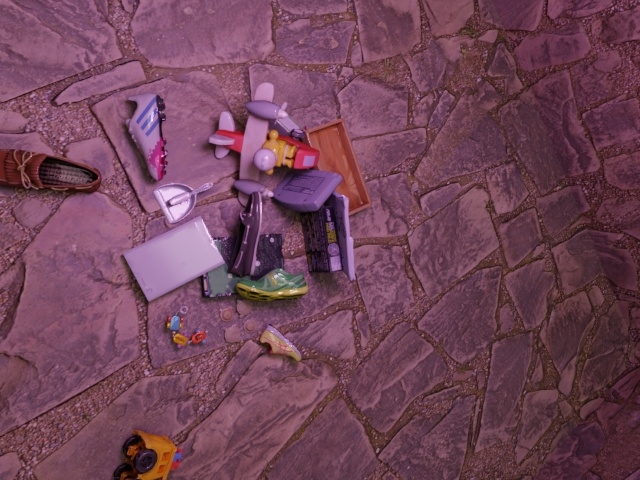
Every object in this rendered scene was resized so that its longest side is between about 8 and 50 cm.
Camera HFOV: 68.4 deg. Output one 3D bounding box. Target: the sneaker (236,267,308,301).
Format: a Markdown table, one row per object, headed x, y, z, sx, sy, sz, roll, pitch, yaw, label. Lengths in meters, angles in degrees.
| x | y | z | sx | sy | sz | roll | pitch | yaw | label |
| --- | --- | --- | --- | --- | --- | --- | --- | --- | --- |
| -0.195 | 0.174 | 1.875 | 0.296 | 0.109 | 0.123 | 2 | 63 | -25 | sneaker |

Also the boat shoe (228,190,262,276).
| x | y | z | sx | sy | sz | roll | pitch | yaw | label |
| --- | --- | --- | --- | --- | --- | --- | --- | --- | --- |
| -0.287 | -0.024 | 1.797 | 0.096 | 0.112 | 0.335 | 4 | 101 | -21 | boat shoe |

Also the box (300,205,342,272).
| x | y | z | sx | sy | sz | roll | pitch | yaw | label |
| --- | --- | --- | --- | --- | --- | --- | --- | --- | --- |
| 0.000 | 0.000 | 1.977 | 0.060 | 0.216 | 0.270 | -9 | 90 | -25 | box |

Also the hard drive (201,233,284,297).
| x | y | z | sx | sy | sz | roll | pitch | yaw | label |
| --- | --- | --- | --- | --- | --- | --- | --- | --- | --- |
| -0.312 | 0.098 | 1.899 | 0.339 | 0.064 | 0.236 | -5 | 89 | -27 | hard drive |

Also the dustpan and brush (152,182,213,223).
| x | y | z | sx | sy | sz | roll | pitch | yaw | label |
| --- | --- | --- | --- | --- | --- | --- | --- | --- | --- |
| -0.515 | -0.173 | 1.816 | 0.211 | 0.060 | 0.147 | -30 | 100 | -25 | dustpan and brush |

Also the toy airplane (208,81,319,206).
| x | y | z | sx | sy | sz | roll | pitch | yaw | label |
| --- | --- | --- | --- | --- | --- | --- | --- | --- | --- |
| -0.240 | -0.354 | 1.816 | 0.384 | 0.272 | 0.386 | -30 | 120 | 10 | toy airplane |

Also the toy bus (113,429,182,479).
| x | y | z | sx | sy | sz | roll | pitch | yaw | label |
| --- | --- | --- | --- | --- | --- | --- | --- | --- | --- |
| -0.600 | 0.807 | 1.677 | 0.211 | 0.149 | 0.220 | 26 | 77 | -39 | toy bus |

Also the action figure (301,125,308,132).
| x | y | z | sx | sy | sz | roll | pitch | yaw | label |
| --- | --- | --- | --- | --- | --- | --- | --- | --- | --- |
| -0.036 | -0.457 | 2.095 | 0.115 | 0.030 | 0.038 | 46 | 66 | -19 | action figure |

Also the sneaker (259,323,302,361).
| x | y | z | sx | sy | sz | roll | pitch | yaw | label |
| --- | --- | --- | --- | --- | --- | --- | --- | --- | --- |
| -0.167 | 0.442 | 1.947 | 0.208 | 0.081 | 0.094 | 43 | 76 | -11 | sneaker |

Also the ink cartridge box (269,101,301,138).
| x | y | z | sx | sy | sz | roll | pitch | yaw | label |
| --- | --- | --- | --- | --- | --- | --- | --- | --- | --- |
| -0.191 | -0.511 | 1.974 | 0.209 | 0.109 | 0.062 | 40 | 70 | -18 | ink cartridge box |

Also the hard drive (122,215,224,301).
| x | y | z | sx | sy | sz | roll | pitch | yaw | label |
| --- | --- | --- | --- | --- | --- | --- | --- | --- | --- |
| -0.542 | 0.066 | 1.756 | 0.307 | 0.040 | 0.203 | -28 | 94 | -14 | hard drive |

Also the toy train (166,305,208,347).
| x | y | z | sx | sy | sz | roll | pitch | yaw | label |
| --- | --- | --- | --- | --- | --- | --- | --- | --- | --- |
| -0.515 | 0.337 | 1.794 | 0.125 | 0.046 | 0.166 | -35 | 105 | -25 | toy train |

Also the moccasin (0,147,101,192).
| x | y | z | sx | sy | sz | roll | pitch | yaw | label |
| --- | --- | --- | --- | --- | --- | --- | --- | --- | --- |
| -0.936 | -0.227 | 1.561 | 0.380 | 0.147 | 0.139 | 13 | 81 | -25 | moccasin |

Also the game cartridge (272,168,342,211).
| x | y | z | sx | sy | sz | roll | pitch | yaw | label |
| --- | --- | --- | --- | --- | --- | --- | --- | --- | --- |
| -0.067 | -0.207 | 1.921 | 0.196 | 0.294 | 0.060 | -48 | 128 | -22 | game cartridge |

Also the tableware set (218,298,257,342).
| x | y | z | sx | sy | sz | roll | pitch | yaw | label |
| --- | --- | --- | --- | --- | --- | --- | --- | --- | --- |
| -0.332 | 0.323 | 1.899 | 0.141 | 0.020 | 0.168 | -16 | 95 | -25 | tableware set |

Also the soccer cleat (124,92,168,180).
| x | y | z | sx | sy | sz | roll | pitch | yaw | label |
| --- | --- | --- | --- | --- | --- | --- | --- | --- | --- |
| -0.649 | -0.383 | 1.749 | 0.143 | 0.116 | 0.331 | -3 | 85 | -11 | soccer cleat |

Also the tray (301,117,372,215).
| x | y | z | sx | sy | sz | roll | pitch | yaw | label |
| --- | --- | --- | --- | --- | --- | --- | --- | --- | --- |
| 0.070 | -0.313 | 2.095 | 0.203 | 0.076 | 0.411 | -26 | 104 | -26 | tray |

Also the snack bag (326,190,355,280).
| x | y | z | sx | sy | sz | roll | pitch | yaw | label |
| --- | --- | --- | --- | --- | --- | --- | --- | --- | --- |
| 0.079 | -0.045 | 1.924 | 0.037 | 0.323 | 0.342 | -9 | 107 | -10 | snack bag |
